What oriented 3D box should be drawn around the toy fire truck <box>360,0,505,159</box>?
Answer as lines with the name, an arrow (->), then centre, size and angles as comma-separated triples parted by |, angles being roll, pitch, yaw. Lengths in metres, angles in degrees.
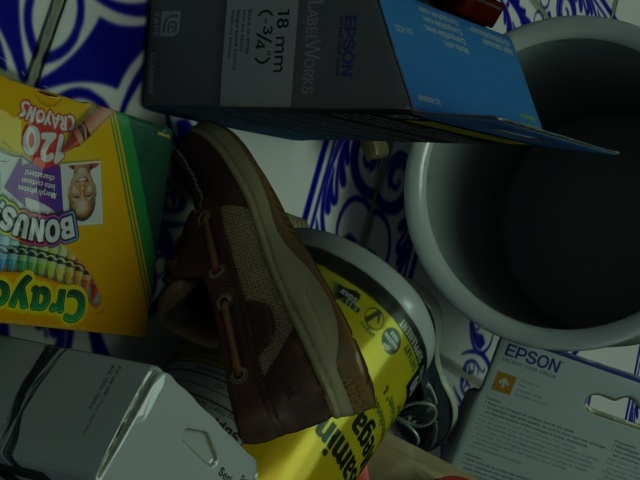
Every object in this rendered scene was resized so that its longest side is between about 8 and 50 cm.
toy fire truck -> 0.087, -0.218, 1.314 | 0.217, 0.158, 0.246 | 8, 115, -53

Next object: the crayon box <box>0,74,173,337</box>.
crayon box -> -0.229, -0.025, 0.898 | 0.278, 0.081, 0.165 | 13, 83, -56

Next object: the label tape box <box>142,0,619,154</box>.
label tape box -> 0.056, -0.141, 1.079 | 0.240, 0.333, 0.106 | 4, 91, -56

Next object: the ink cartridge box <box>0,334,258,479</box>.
ink cartridge box -> -0.170, 0.142, 0.893 | 0.153, 0.208, 0.087 | 53, 53, -44

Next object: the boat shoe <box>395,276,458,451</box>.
boat shoe -> 0.092, 0.151, 1.376 | 0.079, 0.095, 0.255 | -46, 148, -32

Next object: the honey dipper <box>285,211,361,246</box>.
honey dipper -> 0.000, 0.000, 1.289 | 0.160, 0.030, 0.031 | 19, 78, -57

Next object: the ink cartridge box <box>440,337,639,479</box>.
ink cartridge box -> 0.292, 0.294, 1.459 | 0.071, 0.324, 0.330 | -95, -155, -80

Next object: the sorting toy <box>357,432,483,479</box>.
sorting toy -> 0.036, 0.293, 1.198 | 0.257, 0.089, 0.255 | 28, 65, -11

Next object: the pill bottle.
pill bottle -> -0.057, 0.163, 1.073 | 0.334, 0.187, 0.188 | -53, 135, -31

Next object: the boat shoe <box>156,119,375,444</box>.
boat shoe -> -0.074, 0.027, 0.996 | 0.123, 0.342, 0.123 | -26, 134, -5

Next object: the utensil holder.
utensil holder -> 0.297, -0.039, 1.417 | 0.385, 0.327, 0.328 | 16, 80, -70
